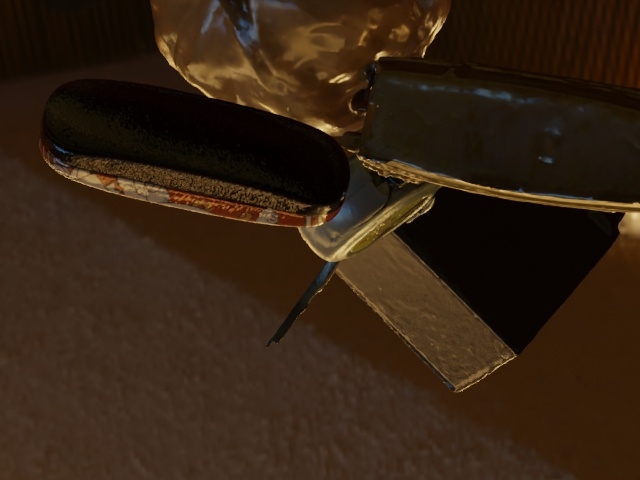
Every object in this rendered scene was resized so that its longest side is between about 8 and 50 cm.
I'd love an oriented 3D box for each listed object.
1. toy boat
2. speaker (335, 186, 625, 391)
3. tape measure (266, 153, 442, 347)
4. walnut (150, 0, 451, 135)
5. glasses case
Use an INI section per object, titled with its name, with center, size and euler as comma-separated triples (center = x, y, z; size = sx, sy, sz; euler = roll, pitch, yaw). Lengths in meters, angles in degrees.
[toy boat]
center = 0.149, -0.069, 1.052
size = 0.310, 0.089, 0.115
euler = 10, -177, 28
[speaker]
center = 0.184, 0.000, 1.860
size = 0.232, 0.184, 0.254
euler = 45, -118, -1
[tape measure]
center = 0.000, -0.001, 1.536
size = 0.164, 0.330, 0.084
euler = -15, -111, -51
[walnut]
center = -0.024, -0.303, 1.891
size = 0.383, 0.383, 0.383
euler = -5, -148, 3
[glasses case]
center = -0.106, -0.075, 1.344
size = 0.267, 0.067, 0.103
euler = 12, -137, -8
